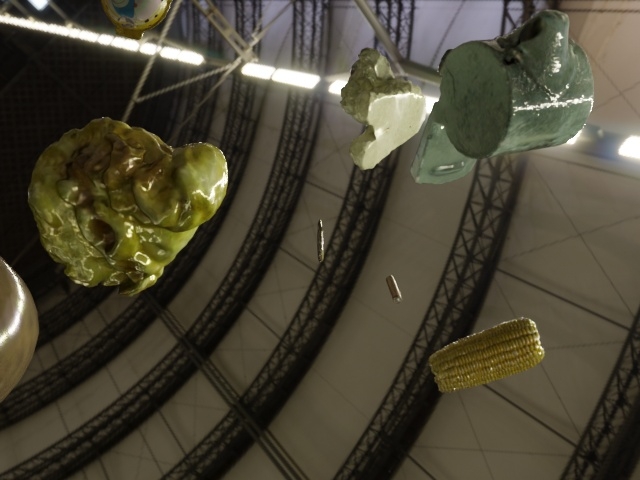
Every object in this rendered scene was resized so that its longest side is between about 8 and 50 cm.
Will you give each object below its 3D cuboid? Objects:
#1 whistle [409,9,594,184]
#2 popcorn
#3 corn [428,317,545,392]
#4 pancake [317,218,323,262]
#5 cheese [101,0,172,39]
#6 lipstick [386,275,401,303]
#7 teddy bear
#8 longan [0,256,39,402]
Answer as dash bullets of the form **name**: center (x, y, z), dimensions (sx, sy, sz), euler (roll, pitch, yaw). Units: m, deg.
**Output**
- **whistle**: center (0.281, -0.225, 1.071), dimensions (0.168, 0.188, 0.405), euler (-12, 177, -22)
- **popcorn**: center (-0.279, -0.056, 0.858), dimensions (0.286, 0.225, 0.173), euler (-42, -151, 39)
- **corn**: center (0.243, 0.172, 0.921), dimensions (0.165, 0.085, 0.063), euler (-20, -135, 8)
- **pancake**: center (-0.001, 0.000, 1.583), dimensions (0.011, 0.114, 0.114), euler (-2, -137, -4)
- **cheese**: center (-0.365, -0.533, 1.252), dimensions (0.064, 0.157, 0.249), euler (-37, 142, -82)
- **lipstick**: center (0.151, 0.101, 1.290), dimensions (0.019, 0.019, 0.094), euler (-36, -160, 11)
- **teddy bear**: center (0.110, -0.400, 1.824), dimensions (0.362, 0.327, 0.376), euler (30, -139, 34)
- **longan**: center (-0.696, 0.156, 1.117), dimensions (0.405, 0.336, 0.404), euler (-17, -118, 35)
